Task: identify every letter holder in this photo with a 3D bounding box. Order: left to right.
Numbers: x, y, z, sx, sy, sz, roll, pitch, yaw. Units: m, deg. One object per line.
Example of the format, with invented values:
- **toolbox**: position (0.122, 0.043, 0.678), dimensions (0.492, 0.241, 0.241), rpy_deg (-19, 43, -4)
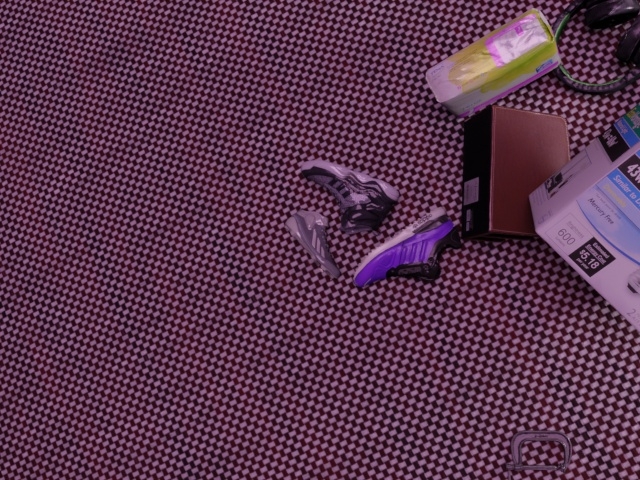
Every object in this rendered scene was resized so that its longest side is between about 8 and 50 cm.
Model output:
- **letter holder**: position (0.472, -0.150, 1.661), dimensions (0.215, 0.152, 0.301), rpy_deg (5, 83, -14)

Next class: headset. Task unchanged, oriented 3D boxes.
- **headset**: position (0.726, -0.525, 1.625), dimensions (0.394, 0.185, 0.243), rpy_deg (-40, 75, 21)

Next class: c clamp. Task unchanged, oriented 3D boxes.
- **c clamp**: position (0.516, 0.518, 1.627), dimensions (0.161, 0.022, 0.137), rpy_deg (-10, 75, 12)

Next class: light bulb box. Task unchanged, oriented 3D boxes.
- **light bulb box**: position (0.698, -0.058, 1.435), dimensions (0.358, 0.225, 0.361), rpy_deg (42, 116, -8)

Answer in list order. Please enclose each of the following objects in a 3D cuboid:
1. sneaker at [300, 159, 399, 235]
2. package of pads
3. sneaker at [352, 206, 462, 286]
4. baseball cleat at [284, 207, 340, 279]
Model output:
- **sneaker**: position (0.056, -0.105, 1.769), dimensions (0.269, 0.101, 0.153), rpy_deg (20, 84, 12)
- **package of pads**: position (0.416, -0.412, 1.643), dimensions (0.297, 0.229, 0.101), rpy_deg (-28, 78, 20)
- **sneaker**: position (0.223, 0.052, 1.711), dimensions (0.293, 0.102, 0.146), rpy_deg (-36, 77, 5)
- **baseball cleat**: position (0.000, 0.000, 1.784), dimensions (0.109, 0.072, 0.206), rpy_deg (-42, 80, -3)
